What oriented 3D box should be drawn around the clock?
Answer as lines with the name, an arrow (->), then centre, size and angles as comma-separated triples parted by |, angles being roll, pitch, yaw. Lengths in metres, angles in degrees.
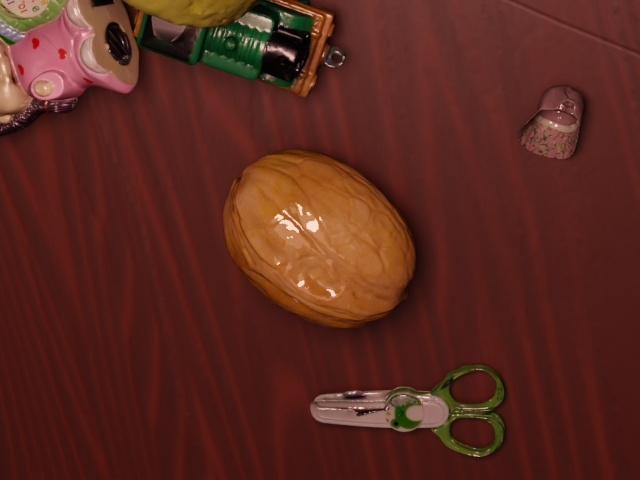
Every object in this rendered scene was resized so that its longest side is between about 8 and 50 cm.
clock -> -0.289, -0.210, 1.681 | 0.195, 0.100, 0.194 | -18, 93, 26

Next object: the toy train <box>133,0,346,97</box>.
toy train -> -0.088, -0.203, 1.642 | 0.227, 0.136, 0.091 | 21, 111, 3

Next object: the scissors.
scissors -> 0.091, 0.179, 1.804 | 0.204, 0.027, 0.101 | 0, 106, 6

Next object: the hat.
hat -> 0.229, -0.119, 1.681 | 0.058, 0.042, 0.087 | 19, 144, 4

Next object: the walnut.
walnut -> 0.000, 0.000, 1.692 | 0.206, 0.159, 0.159 | 35, 110, -4

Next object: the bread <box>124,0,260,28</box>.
bread -> -0.123, -0.382, 1.493 | 0.348, 0.348, 0.308 | 35, 122, -5
